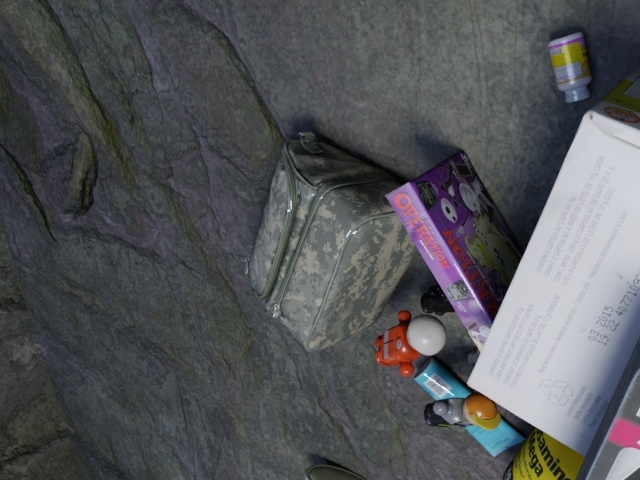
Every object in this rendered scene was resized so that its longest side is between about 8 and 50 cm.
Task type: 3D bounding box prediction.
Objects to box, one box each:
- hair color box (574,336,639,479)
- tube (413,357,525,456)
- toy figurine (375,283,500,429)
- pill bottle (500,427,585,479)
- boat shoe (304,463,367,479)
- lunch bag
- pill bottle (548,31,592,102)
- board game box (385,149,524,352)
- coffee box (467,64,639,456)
[{"bbox_3d":[0.317,0.258,0.506,0.185,0.114,0.374,22,125,26],"label":"hair color box"},{"bbox_3d":[0.261,0.300,1.045,0.207,0.052,0.080,43,134,6],"label":"tube"},{"bbox_3d":[0.218,0.170,0.905,0.209,0.213,0.148,54,146,3],"label":"toy figurine"},{"bbox_3d":[0.411,0.310,0.846,0.188,0.188,0.333,31,125,21],"label":"pill bottle"},{"bbox_3d":[0.107,0.603,1.238,0.340,0.127,0.113,20,109,17],"label":"boat shoe"},{"bbox_3d":[0.000,0.000,1.002,0.256,0.213,0.305,45,130,33],"label":"lunch bag"},{"bbox_3d":[0.327,-0.225,0.759,0.043,0.043,0.083,-8,106,38],"label":"pill bottle"},{"bbox_3d":[0.241,0.047,0.837,0.056,0.208,0.346,-30,91,43],"label":"board game box"},{"bbox_3d":[0.414,0.041,0.623,0.338,0.334,0.337,28,126,23],"label":"coffee box"}]
